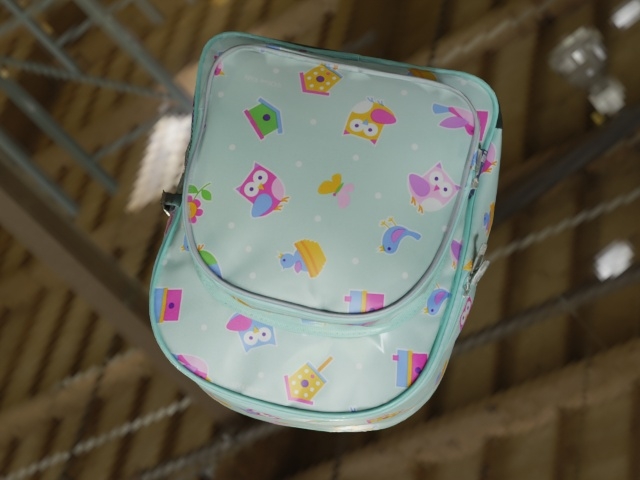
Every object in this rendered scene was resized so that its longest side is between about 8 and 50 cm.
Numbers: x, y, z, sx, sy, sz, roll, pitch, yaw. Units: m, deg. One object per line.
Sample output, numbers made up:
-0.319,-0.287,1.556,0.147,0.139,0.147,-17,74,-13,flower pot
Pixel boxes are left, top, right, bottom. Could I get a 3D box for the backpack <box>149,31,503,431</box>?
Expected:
0.000,0.000,0.848,0.144,0.166,0.188,68,34,-85,backpack
